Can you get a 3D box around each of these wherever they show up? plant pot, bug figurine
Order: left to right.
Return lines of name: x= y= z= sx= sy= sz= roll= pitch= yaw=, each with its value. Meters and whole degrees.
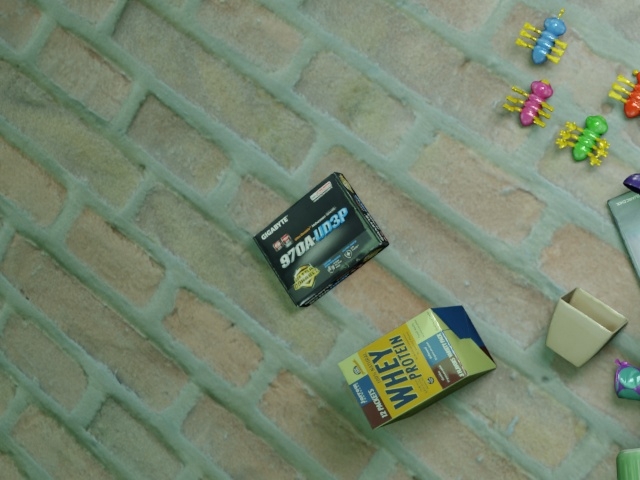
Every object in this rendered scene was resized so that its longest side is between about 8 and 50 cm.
bug figurine: x=0.458 y=-0.266 z=1.928 sx=0.279 sy=0.072 sz=0.216 roll=35 pitch=108 yaw=16
plant pot: x=0.456 y=0.158 z=1.903 sx=0.109 sy=0.109 sz=0.096 roll=34 pitch=114 yaw=21

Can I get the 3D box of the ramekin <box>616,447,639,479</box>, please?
ramekin: x=0.616 y=0.394 z=1.723 sx=0.304 sy=0.303 sz=0.148 roll=-11 pitch=76 yaw=23

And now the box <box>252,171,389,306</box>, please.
box: x=0.000 y=0.000 z=2.129 sx=0.220 sy=0.051 sz=0.175 roll=-38 pitch=75 yaw=19

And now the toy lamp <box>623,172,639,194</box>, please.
toy lamp: x=0.609 y=-0.203 z=1.846 sx=0.080 sy=0.080 sz=0.274 roll=27 pitch=91 yaw=22

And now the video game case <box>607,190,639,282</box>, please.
video game case: x=0.636 y=0.021 z=1.868 sx=0.196 sy=0.026 sz=0.274 roll=-23 pitch=79 yaw=21

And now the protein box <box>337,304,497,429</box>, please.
protein box: x=0.178 y=0.225 z=1.964 sx=0.201 sy=0.200 sz=0.136 roll=-33 pitch=76 yaw=20

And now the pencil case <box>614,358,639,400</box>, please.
pencil case: x=0.581 y=0.244 z=1.862 sx=0.152 sy=0.064 sz=0.070 roll=2 pitch=105 yaw=23
